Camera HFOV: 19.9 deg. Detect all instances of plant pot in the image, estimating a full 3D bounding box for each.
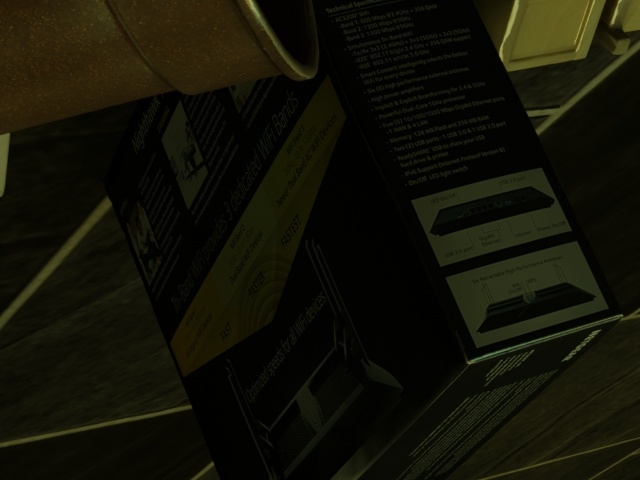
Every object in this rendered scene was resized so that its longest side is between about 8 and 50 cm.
[{"bbox_3d":[-0.105,-0.105,0.605,0.165,0.167,0.167,-19,163,10],"label":"plant pot"}]

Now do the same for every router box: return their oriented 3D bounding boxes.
[{"bbox_3d":[0.000,0.000,0.879,0.081,0.243,0.309,-15,161,-25],"label":"router box"}]

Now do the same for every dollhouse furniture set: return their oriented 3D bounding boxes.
[{"bbox_3d":[0.144,-0.182,0.842,0.182,0.101,0.161,-12,134,-31],"label":"dollhouse furniture set"}]

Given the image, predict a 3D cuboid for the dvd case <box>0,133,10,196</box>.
[{"bbox_3d":[-0.254,-0.035,0.812,0.238,0.030,0.179,-17,161,-18],"label":"dvd case"}]
